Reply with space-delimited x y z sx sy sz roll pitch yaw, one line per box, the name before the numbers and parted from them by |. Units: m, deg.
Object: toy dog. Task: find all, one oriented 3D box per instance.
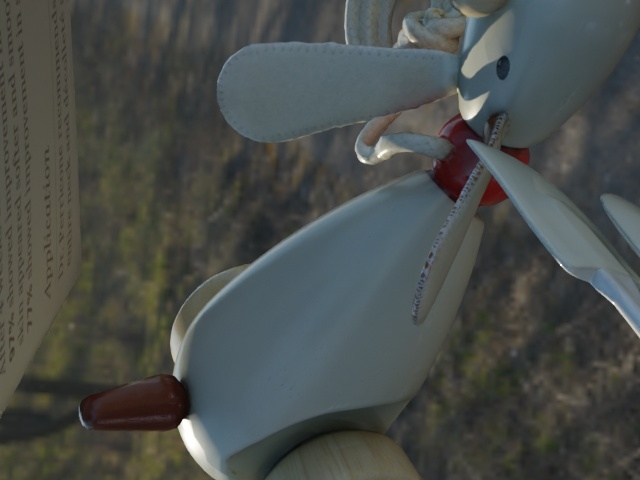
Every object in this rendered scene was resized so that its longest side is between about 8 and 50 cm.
toy dog | 0.000 0.000 0.698 0.220 0.161 0.333 27 105 50

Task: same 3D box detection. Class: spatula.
spatula | 0.167 0.048 0.562 0.019 0.168 0.242 -55 40 21

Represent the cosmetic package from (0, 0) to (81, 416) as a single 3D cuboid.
cosmetic package | -0.313 -0.051 0.680 0.393 0.327 0.329 -76 -11 -65
